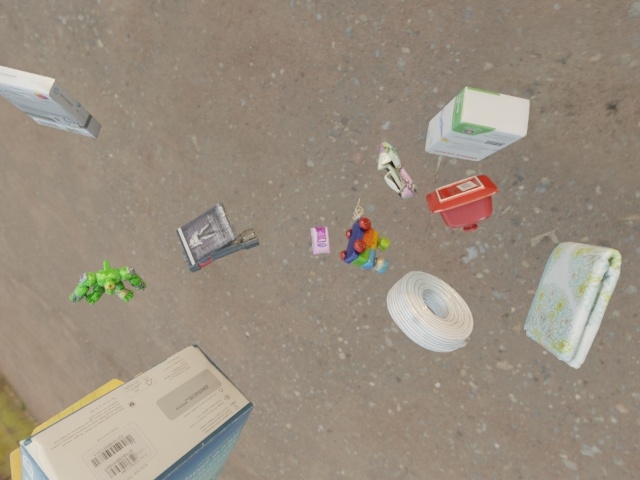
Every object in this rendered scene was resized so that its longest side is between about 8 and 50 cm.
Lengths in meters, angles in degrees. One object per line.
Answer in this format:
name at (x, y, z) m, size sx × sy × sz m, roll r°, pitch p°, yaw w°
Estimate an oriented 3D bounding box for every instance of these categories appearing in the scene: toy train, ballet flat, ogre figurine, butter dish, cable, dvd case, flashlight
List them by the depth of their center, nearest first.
butter dish at (0.353, -0.077, 1.030) m, size 0.160 × 0.160 × 0.118 m, roll -19°, pitch 108°, yaw 16°
ogre figurine at (-0.616, 0.124, 1.223) m, size 0.118 × 0.197 × 0.096 m, roll 114°, pitch 157°, yaw -47°
cable at (0.322, 0.206, 1.238) m, size 0.257 × 0.257 × 0.089 m, roll 56°, pitch 131°, yaw 27°
toy train at (0.166, -0.017, 1.384) m, size 0.143 × 0.248 × 0.105 m, roll 27°, pitch 145°, yaw -16°
ballet flat at (0.244, -0.237, 1.433) m, size 0.221 × 0.079 × 0.077 m, roll 62°, pitch 159°, yaw 13°
dvd case at (-0.438, -0.023, 1.624) m, size 0.221 × 0.018 × 0.164 m, roll -30°, pitch 74°, yaw 10°
flashlight at (-0.411, 0.034, 1.752) m, size 0.103 × 0.304 × 0.103 m, roll 99°, pitch 146°, yaw -68°

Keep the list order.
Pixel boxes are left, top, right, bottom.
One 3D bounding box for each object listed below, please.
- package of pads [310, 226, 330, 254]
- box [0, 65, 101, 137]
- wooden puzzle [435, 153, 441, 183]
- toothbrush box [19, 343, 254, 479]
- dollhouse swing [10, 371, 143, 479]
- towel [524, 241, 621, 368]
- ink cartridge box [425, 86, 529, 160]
package of pads at (0.000, 0.000, 1.277) m, size 0.032 × 0.050 × 0.083 m, roll -177°, pitch 81°, yaw -72°
box at (-0.577, -0.288, 0.886) m, size 0.145 × 0.038 × 0.186 m, roll 14°, pitch 169°, yaw 2°
wooden puzzle at (0.311, -0.193, 1.116) m, size 0.006 × 0.083 × 0.049 m, roll 10°, pitch 141°, yaw 14°
toothbrush box at (-0.237, 0.310, 0.545) m, size 0.126 × 0.216 × 0.295 m, roll 39°, pitch 125°, yaw 20°
dollhouse swing at (-0.445, 0.547, 1.005) m, size 0.315 × 0.347 × 0.305 m, roll 57°, pitch 179°, yaw 30°
towel at (0.810, 0.192, 1.371) m, size 0.090 × 0.320 × 0.374 m, roll 17°, pitch 96°, yaw 3°
ink cartridge box at (0.479, -0.355, 1.329) m, size 0.278 × 0.201 × 0.117 m, roll 147°, pitch 131°, yaw -81°
